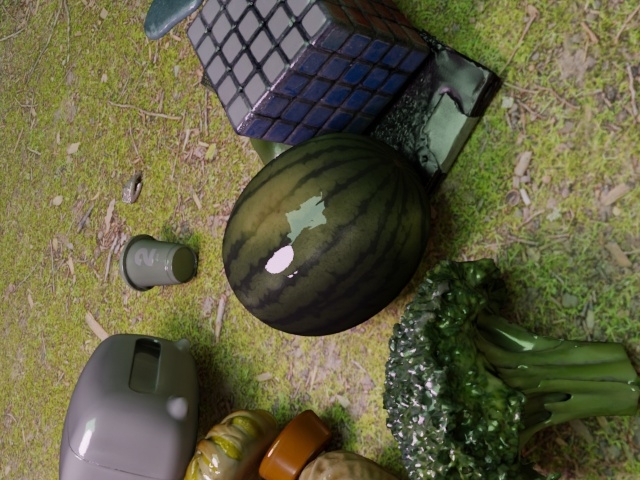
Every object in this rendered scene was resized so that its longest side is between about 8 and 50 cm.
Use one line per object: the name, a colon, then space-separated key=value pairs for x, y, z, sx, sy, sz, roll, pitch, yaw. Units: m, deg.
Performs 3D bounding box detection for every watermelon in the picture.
watermelon: x=0.000 y=0.000 z=1.211 sx=0.359 sy=0.279 sz=0.278 roll=-38 pitch=58 yaw=29

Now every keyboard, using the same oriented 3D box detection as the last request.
keyboard: x=-0.206 y=-0.322 z=1.646 sx=0.129 sy=0.015 sz=0.049 roll=37 pitch=108 yaw=41

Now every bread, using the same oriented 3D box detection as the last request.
bread: x=-0.151 y=0.369 z=1.336 sx=0.105 sy=0.213 sz=0.213 roll=33 pitch=105 yaw=22

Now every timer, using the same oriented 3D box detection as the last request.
timer: x=0.000 y=0.364 z=1.266 sx=0.152 sy=0.132 sz=0.132 roll=36 pitch=108 yaw=17

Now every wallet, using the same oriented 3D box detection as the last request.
wallet: x=0.132 y=-0.223 z=1.278 sx=0.262 sy=0.071 sz=0.221 roll=41 pitch=110 yaw=34

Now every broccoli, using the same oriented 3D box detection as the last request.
broccoli: x=0.216 y=0.196 z=1.025 sx=0.375 sy=0.302 sz=0.249 roll=-89 pitch=17 yaw=-48

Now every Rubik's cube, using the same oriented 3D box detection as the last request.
Rubik's cube: x=-0.025 y=-0.298 z=1.222 sx=0.237 sy=0.237 sz=0.238 roll=-47 pitch=57 yaw=29

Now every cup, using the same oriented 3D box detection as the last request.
cup: x=-0.326 y=0.049 z=1.629 sx=0.141 sy=0.120 sz=0.120 roll=4 pitch=85 yaw=31

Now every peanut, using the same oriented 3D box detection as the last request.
peanut: x=0.101 y=0.413 z=1.112 sx=0.325 sy=0.153 sz=0.140 roll=35 pitch=95 yaw=34

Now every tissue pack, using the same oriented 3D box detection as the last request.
tissue pack: x=-0.332 y=0.310 z=1.436 sx=0.333 sy=0.229 sz=0.236 roll=-110 pitch=40 yaw=-67

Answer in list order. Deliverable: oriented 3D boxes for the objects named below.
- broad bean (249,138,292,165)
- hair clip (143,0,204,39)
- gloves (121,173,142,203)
broad bean: x=-0.070 y=-0.219 z=1.445 sx=0.169 sy=0.100 sz=0.228 roll=-49 pitch=54 yaw=34
hair clip: x=-0.113 y=-0.535 z=1.447 sx=0.318 sy=0.238 sz=0.392 roll=2 pitch=84 yaw=43
gloves: x=-0.424 y=-0.109 z=1.801 sx=0.044 sy=0.037 sz=0.081 roll=11 pitch=83 yaw=8
